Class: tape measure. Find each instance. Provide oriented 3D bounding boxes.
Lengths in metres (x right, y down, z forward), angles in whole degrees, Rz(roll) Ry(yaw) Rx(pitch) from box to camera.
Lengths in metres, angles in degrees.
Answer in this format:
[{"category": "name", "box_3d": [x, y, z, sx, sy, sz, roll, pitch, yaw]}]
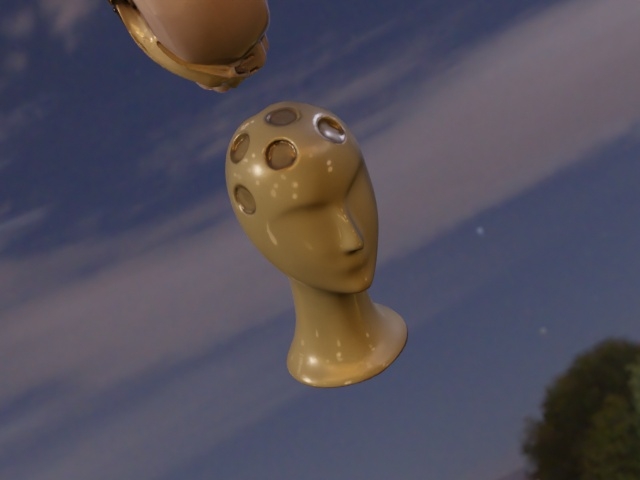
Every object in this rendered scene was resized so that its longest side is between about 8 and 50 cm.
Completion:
[{"category": "tape measure", "box_3d": [-0.121, -0.202, 1.088, 0.105, 0.196, 0.178, -33, -29, -5]}]

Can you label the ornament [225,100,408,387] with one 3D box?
[{"category": "ornament", "box_3d": [0.000, 0.000, 0.790, 0.075, 0.081, 0.156, -31, -51, -22]}]
